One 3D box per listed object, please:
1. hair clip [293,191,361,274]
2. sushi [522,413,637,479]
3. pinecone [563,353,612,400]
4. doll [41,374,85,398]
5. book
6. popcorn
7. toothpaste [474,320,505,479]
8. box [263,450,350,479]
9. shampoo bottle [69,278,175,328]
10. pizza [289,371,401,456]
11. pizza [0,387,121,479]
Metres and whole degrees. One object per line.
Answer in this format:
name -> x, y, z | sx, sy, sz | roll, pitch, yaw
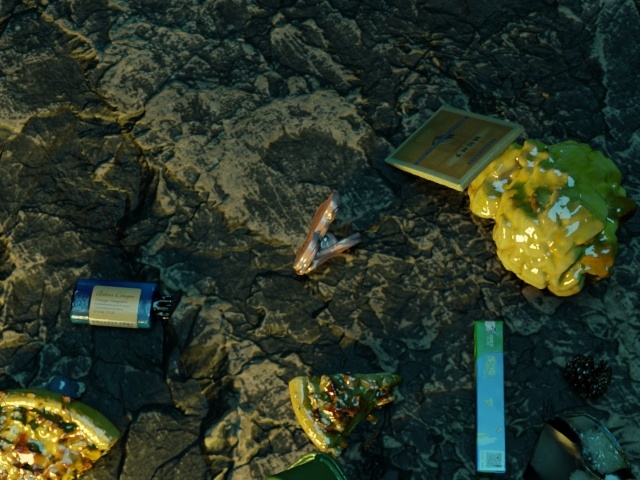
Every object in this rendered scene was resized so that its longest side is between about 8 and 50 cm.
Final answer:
hair clip -> -0.007, -0.009, 2.041 | 0.138, 0.123, 0.102 | -31, 88, -14
sushi -> 0.476, 0.402, 1.833 | 0.109, 0.134, 0.273 | -24, 52, -41
pinecone -> 0.458, 0.232, 1.925 | 0.083, 0.077, 0.077 | 22, 69, 24
doll -> -0.465, 0.276, 1.973 | 0.076, 0.050, 0.083 | 14, 70, 14
book -> 0.241, -0.175, 2.064 | 0.170, 0.018, 0.242 | -44, 32, -14
popcorn -> 0.405, -0.063, 1.986 | 0.265, 0.225, 0.332 | -43, 59, -9
toothpaste -> 0.289, 0.273, 1.922 | 0.050, 0.065, 0.266 | 0, 67, 7
box -> -0.023, 0.519, 1.731 | 0.253, 0.178, 0.328 | -43, 69, 15
shampoo bottle -> -0.357, 0.115, 2.035 | 0.183, 0.050, 0.087 | 4, 64, 5
pizza -> 0.052, 0.272, 1.932 | 0.194, 0.069, 0.154 | -25, 66, -6
pizza -> -0.498, 0.363, 1.895 | 0.336, 0.086, 0.226 | 0, 80, 11
